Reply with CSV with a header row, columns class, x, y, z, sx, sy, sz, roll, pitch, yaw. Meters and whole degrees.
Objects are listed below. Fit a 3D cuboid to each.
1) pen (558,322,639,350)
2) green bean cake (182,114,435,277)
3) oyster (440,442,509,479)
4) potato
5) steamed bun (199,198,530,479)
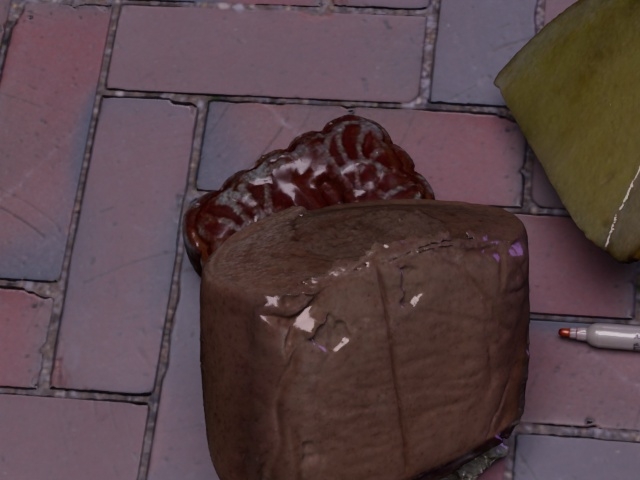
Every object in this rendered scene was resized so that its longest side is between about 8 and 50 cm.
class,x,y,z,sx,sy,sz,roll,pitch,yaw
pen,0.328,0.093,1.725,0.218,0.026,0.026,5,64,9
green bean cake,0.000,0.000,1.770,0.232,0.097,0.199,-27,64,-8
oyster,0.104,0.196,1.692,0.098,0.037,0.100,35,72,22
potato,0.317,-0.139,1.718,0.255,0.112,0.269,-48,42,22
steamed bun,0.023,0.082,1.611,0.301,0.252,0.199,-13,27,-27
